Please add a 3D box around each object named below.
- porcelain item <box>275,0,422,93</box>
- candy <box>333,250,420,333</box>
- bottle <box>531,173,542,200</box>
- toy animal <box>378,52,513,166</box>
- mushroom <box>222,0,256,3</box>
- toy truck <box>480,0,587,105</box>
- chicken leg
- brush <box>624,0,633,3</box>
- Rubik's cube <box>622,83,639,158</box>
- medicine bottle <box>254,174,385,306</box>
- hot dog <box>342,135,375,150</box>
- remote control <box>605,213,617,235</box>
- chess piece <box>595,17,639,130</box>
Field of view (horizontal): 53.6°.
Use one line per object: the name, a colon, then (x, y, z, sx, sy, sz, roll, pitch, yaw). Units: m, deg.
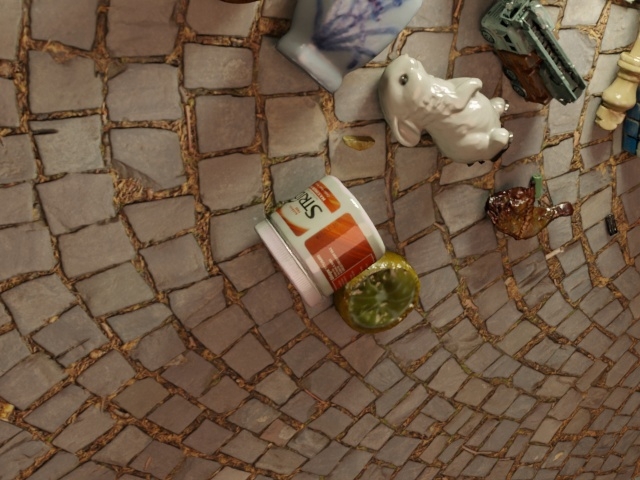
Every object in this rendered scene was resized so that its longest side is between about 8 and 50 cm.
porcelain item: (0.087, -0.528, 1.375, 0.242, 0.178, 0.405, 33, 99, -35)
candy: (0.160, 0.150, 1.833, 0.259, 0.118, 0.260, -9, 121, -15)
bottle: (0.662, -0.163, 1.947, 0.030, 0.030, 0.083, -18, 124, -16)
toy animal: (0.298, -0.319, 1.611, 0.357, 0.194, 0.258, 17, 133, -16)
mushroom: (-0.141, -0.588, 1.231, 0.267, 0.255, 0.267, -15, 149, -9)
toy truck: (0.545, -0.491, 1.612, 0.133, 0.184, 0.338, -46, 126, 2)
chicken leg: (0.628, -0.088, 1.933, 0.322, 0.083, 0.177, 21, 113, -31)
brush: (0.916, -0.688, 1.783, 0.336, 0.020, 0.086, 10, 112, -30)
Rubik's cube: (1.102, -0.374, 1.900, 0.253, 0.256, 0.259, -24, 126, -12)
medicine bottle: (0.000, 0.000, 1.581, 0.240, 0.252, 0.253, -36, 126, -4)
hot dog: (0.096, -0.248, 1.627, 0.090, 0.030, 0.034, -4, 127, -24)
remote control: (0.997, -0.055, 2.176, 0.034, 0.016, 0.091, -25, 126, 8)
chess piece: (0.900, -0.504, 1.817, 0.117, 0.117, 0.397, -1, 124, -25)
